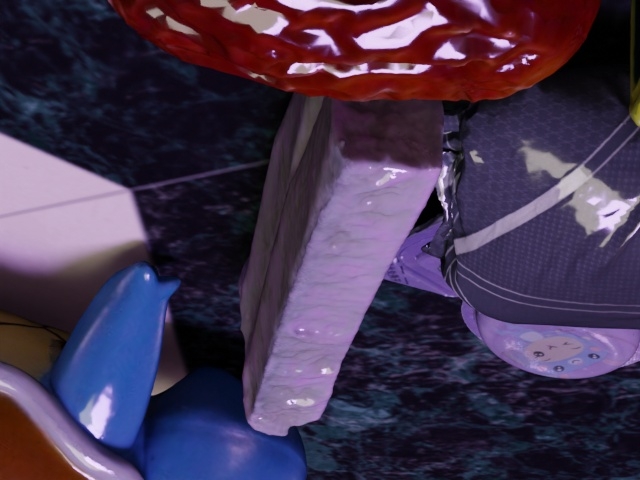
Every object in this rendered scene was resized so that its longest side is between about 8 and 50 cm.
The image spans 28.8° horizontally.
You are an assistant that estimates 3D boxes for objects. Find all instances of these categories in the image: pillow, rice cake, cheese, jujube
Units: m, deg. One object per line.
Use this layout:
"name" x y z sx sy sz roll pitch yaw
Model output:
"pillow" 0.213 -0.015 0.552 0.335 0.092 0.161 3 147 6
"rice cake" 0.000 -0.002 0.613 0.050 0.106 0.298 2 151 -10
"cheese" 0.117 0.036 0.714 0.191 0.042 0.105 29 143 -28
"jujube" 0.012 -0.100 0.435 0.176 0.112 0.109 10 110 -11

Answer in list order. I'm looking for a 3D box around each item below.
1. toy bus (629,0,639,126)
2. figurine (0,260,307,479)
"toy bus" 0.233 -0.093 0.375 0.262 0.128 0.150 8 151 2
"figurine" -0.216 0.119 0.810 0.416 0.243 0.298 -3 146 -23
